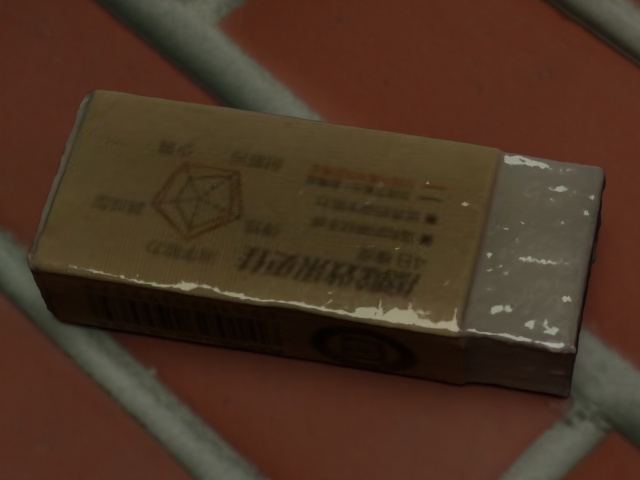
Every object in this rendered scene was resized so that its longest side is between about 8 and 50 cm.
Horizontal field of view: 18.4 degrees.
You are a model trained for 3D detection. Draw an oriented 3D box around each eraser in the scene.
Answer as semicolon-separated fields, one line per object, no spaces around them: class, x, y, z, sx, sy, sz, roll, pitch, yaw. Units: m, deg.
eraser;0.000;0.000;1.249;0.343;0.078;0.144;9;61;10
